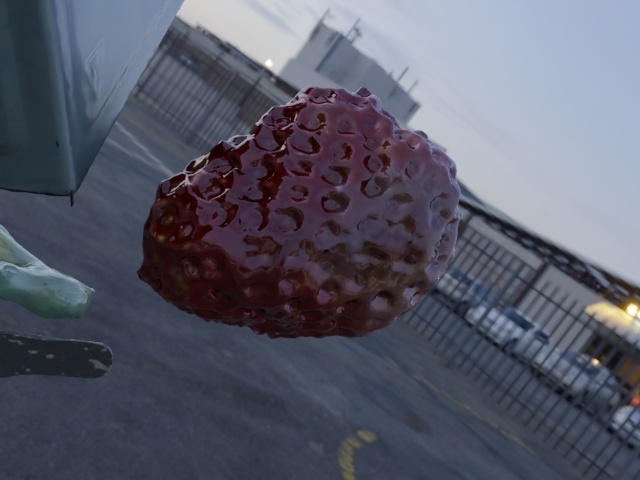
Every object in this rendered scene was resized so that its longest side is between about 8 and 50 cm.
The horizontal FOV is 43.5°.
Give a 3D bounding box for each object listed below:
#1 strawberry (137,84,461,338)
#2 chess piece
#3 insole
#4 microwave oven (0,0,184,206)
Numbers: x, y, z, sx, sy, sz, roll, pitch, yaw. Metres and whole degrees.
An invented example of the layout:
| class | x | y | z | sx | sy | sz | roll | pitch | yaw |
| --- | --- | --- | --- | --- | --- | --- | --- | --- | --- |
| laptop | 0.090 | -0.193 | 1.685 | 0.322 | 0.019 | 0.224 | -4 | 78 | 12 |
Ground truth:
| class | x | y | z | sx | sy | sz | roll | pitch | yaw |
| --- | --- | --- | --- | --- | --- | --- | --- | --- | --- |
| strawberry | 0.000 | 0.000 | 0.771 | 0.336 | 0.265 | 0.149 | -13 | 36 | -38 |
| chess piece | -0.498 | 0.035 | 1.233 | 0.298 | 0.175 | 0.176 | 27 | 2 | 16 |
| insole | -0.421 | 0.162 | 1.133 | 0.248 | 0.081 | 0.011 | 6 | 26 | -14 |
| microwave oven | -0.224 | -0.236 | 0.526 | 0.219 | 0.286 | 0.354 | 7 | 39 | 0 |
